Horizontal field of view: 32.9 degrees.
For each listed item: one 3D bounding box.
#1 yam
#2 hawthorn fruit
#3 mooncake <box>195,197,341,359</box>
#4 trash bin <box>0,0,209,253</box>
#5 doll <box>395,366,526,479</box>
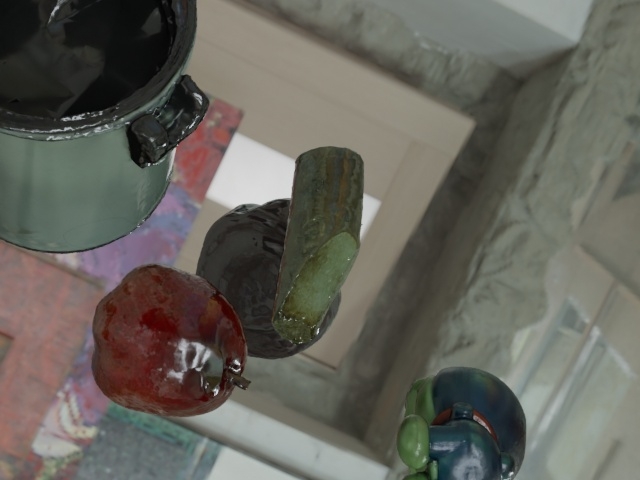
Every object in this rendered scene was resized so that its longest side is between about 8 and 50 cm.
[{"bbox_3d":[0.000,0.000,1.362,0.106,0.106,0.259,123,-23,-54],"label":"yam"},{"bbox_3d":[-0.165,0.125,1.274,0.185,0.202,0.185,-41,144,-40],"label":"hawthorn fruit"},{"bbox_3d":[-0.074,0.056,1.677,0.245,0.245,0.133,-61,169,30],"label":"mooncake"},{"bbox_3d":[-0.224,-0.132,0.924,0.217,0.277,0.262,-42,172,-22],"label":"trash bin"},{"bbox_3d":[0.203,0.294,1.565,0.322,0.186,0.198,-56,145,-74],"label":"doll"}]
